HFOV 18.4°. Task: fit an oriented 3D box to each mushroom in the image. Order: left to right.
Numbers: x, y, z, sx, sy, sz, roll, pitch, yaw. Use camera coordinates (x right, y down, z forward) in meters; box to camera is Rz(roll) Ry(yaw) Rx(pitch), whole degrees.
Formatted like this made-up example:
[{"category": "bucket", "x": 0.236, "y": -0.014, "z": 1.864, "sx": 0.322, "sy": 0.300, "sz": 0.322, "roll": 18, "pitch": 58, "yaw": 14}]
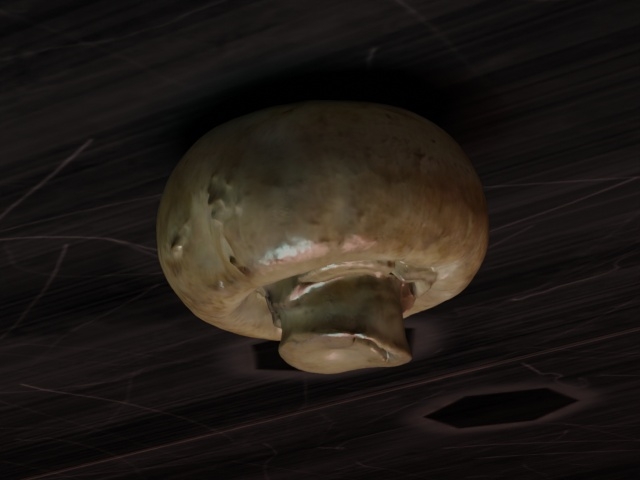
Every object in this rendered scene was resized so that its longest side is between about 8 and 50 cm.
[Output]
[{"category": "mushroom", "x": 0.000, "y": 0.000, "z": 0.972, "sx": 0.166, "sy": 0.127, "sz": 0.166, "roll": -3, "pitch": 155, "yaw": -1}]
